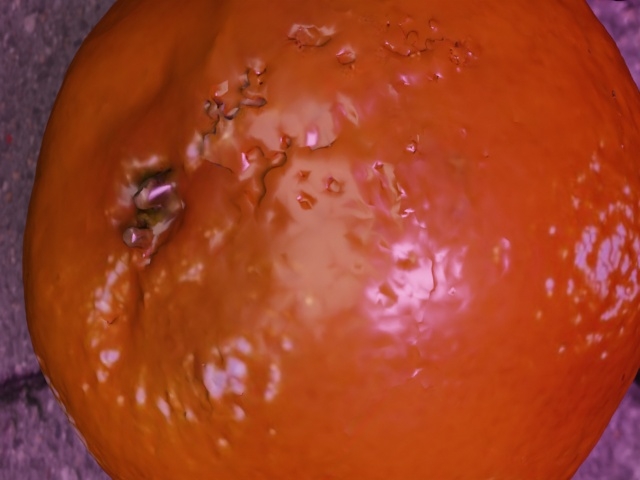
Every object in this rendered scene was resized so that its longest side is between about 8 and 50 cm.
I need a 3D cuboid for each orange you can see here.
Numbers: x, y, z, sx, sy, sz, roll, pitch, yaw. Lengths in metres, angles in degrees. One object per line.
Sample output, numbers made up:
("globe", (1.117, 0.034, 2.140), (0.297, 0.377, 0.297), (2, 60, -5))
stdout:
("orange", (0.000, 0.000, 0.731), (0.424, 0.326, 0.423), (-1, 89, 32))
